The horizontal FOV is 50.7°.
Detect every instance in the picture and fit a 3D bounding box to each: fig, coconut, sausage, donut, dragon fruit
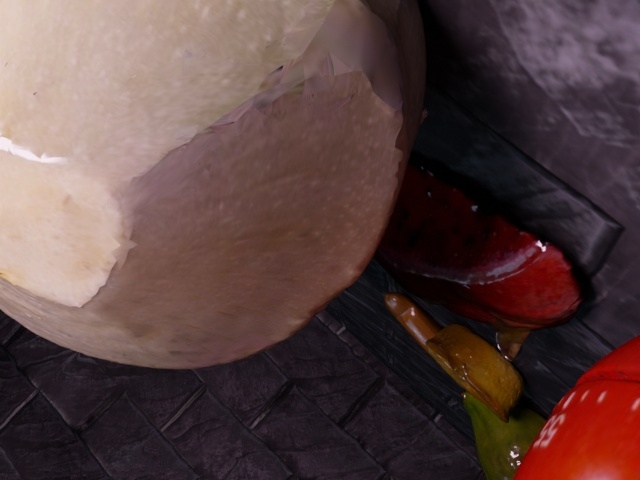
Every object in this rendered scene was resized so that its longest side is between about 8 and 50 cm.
[{"bbox_3d":[0.361,0.372,1.211,0.167,0.167,0.233,57,-160,-55],"label":"fig"},{"bbox_3d":[-0.096,-0.074,0.455,0.352,0.352,0.352,43,171,8],"label":"coconut"},{"bbox_3d":[0.187,0.159,1.274,0.183,0.054,0.062,46,139,0],"label":"sausage"},{"bbox_3d":[0.262,0.212,1.129,0.174,0.074,0.190,45,175,-14],"label":"donut"},{"bbox_3d":[0.138,0.024,0.755,0.343,0.100,0.282,37,173,44],"label":"dragon fruit"}]

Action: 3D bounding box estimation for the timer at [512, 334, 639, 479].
[{"bbox_3d":[0.284,0.207,0.346,0.378,0.279,0.378,44,169,10],"label":"timer"}]
